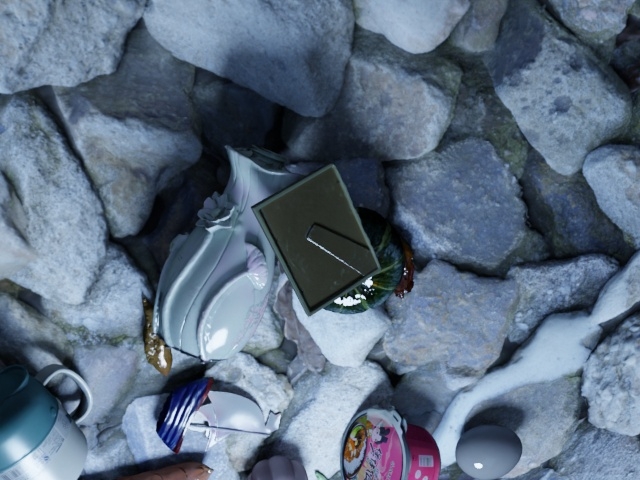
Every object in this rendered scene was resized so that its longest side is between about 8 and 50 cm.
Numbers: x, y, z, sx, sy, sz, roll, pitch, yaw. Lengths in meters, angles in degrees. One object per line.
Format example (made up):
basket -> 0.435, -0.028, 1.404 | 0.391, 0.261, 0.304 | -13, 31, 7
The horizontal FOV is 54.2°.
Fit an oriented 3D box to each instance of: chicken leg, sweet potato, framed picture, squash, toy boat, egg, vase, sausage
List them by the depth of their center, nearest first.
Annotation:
framed picture -> 0.000, 0.000, 1.260 | 0.192, 0.018, 0.265 | -30, 112, -13
vase -> -0.185, 0.019, 1.323 | 0.250, 0.250, 0.445 | 18, 101, -20
squash -> 0.067, 0.046, 1.419 | 0.252, 0.165, 0.252 | -1, 115, -1
sweet potato -> -0.380, 0.227, 1.443 | 0.068, 0.060, 0.205 | -21, 108, -43
chicken leg -> 0.183, 0.047, 1.521 | 0.089, 0.048, 0.219 | -14, 113, -7
toy boat -> -0.247, 0.428, 1.554 | 0.318, 0.072, 0.219 | -5, 115, -16
sausage -> -0.481, 0.628, 1.563 | 0.433, 0.088, 0.087 | -9, 113, -10
egg -> 0.475, 0.594, 1.761 | 0.199, 0.146, 0.146 | -5, 112, -20

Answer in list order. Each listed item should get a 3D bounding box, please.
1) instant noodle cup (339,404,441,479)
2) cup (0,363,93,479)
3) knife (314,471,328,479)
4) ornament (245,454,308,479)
instant noodle cup -> 0.199, 0.579, 1.645 | 0.182, 0.258, 0.302 | 16, 120, -34
cup -> -0.634, 0.406, 1.361 | 0.289, 0.219, 0.257 | -46, 132, -35
knife -> 0.035, 0.717, 1.769 | 0.030, 0.014, 0.207 | -35, 116, -1
ornament -> -0.108, 0.658, 1.625 | 0.178, 0.177, 0.177 | -5, 112, -13
